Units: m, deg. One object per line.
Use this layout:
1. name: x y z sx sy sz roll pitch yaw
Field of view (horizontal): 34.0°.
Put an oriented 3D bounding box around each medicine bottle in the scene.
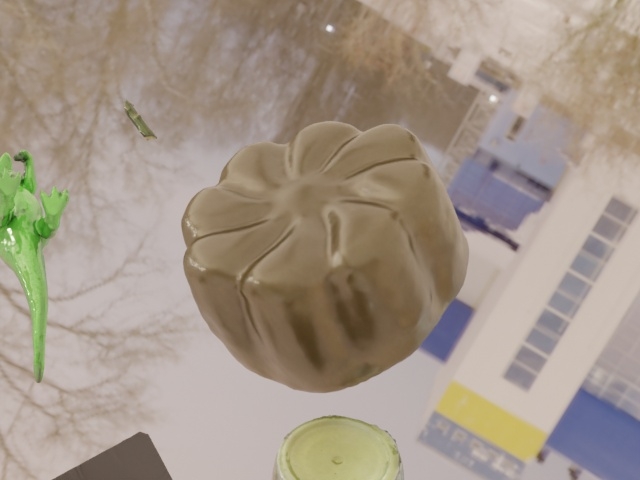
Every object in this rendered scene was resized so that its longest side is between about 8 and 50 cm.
1. medicine bottle: 0.018 0.292 1.166 0.147 0.143 0.147 2 -147 -1

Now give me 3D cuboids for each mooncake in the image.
1. mooncake: 0.000 0.000 1.391 0.378 0.378 0.200 41 163 48

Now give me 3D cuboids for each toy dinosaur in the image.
1. toy dinosaur: -0.610 0.037 2.047 0.144 0.500 0.374 5 167 -28

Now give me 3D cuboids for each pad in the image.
1. pad: -0.271 0.330 1.355 0.112 0.157 0.003 63 171 -3

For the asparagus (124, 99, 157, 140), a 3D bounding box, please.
1. asparagus: -0.338 -0.223 1.950 0.108 0.021 0.025 51 -176 24
